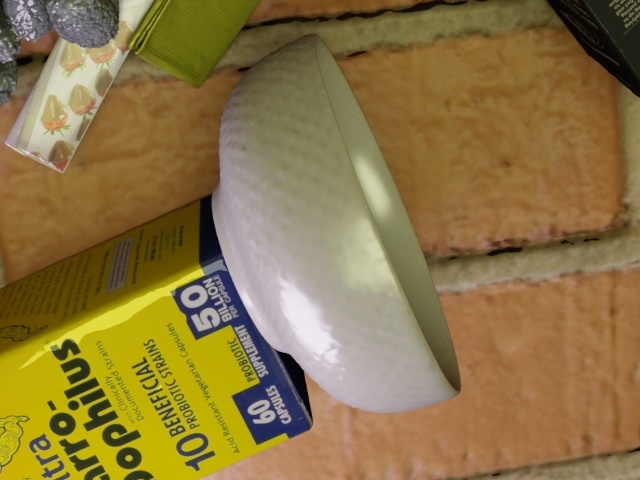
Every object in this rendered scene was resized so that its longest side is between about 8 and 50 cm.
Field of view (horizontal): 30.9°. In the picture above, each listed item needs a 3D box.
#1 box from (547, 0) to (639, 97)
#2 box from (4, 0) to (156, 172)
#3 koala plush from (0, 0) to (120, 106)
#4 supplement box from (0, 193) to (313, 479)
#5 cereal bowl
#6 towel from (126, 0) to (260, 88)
[{"bbox_3d":[0.270,-0.230,1.032,0.108,0.153,0.207,-43,130,9],"label":"box"},{"bbox_3d":[-0.189,-0.217,1.066,0.063,0.067,0.324,28,105,-15],"label":"box"},{"bbox_3d":[-0.316,-0.224,0.944,0.196,0.221,0.203,-27,87,21],"label":"koala plush"},{"bbox_3d":[-0.211,0.131,1.115,0.356,0.195,0.194,-25,110,3],"label":"supplement box"},{"bbox_3d":[0.000,0.000,1.021,0.141,0.339,0.339,-22,110,8],"label":"cereal bowl"},{"bbox_3d":[-0.075,-0.251,1.056,0.237,0.021,0.102,-54,141,9],"label":"towel"}]
